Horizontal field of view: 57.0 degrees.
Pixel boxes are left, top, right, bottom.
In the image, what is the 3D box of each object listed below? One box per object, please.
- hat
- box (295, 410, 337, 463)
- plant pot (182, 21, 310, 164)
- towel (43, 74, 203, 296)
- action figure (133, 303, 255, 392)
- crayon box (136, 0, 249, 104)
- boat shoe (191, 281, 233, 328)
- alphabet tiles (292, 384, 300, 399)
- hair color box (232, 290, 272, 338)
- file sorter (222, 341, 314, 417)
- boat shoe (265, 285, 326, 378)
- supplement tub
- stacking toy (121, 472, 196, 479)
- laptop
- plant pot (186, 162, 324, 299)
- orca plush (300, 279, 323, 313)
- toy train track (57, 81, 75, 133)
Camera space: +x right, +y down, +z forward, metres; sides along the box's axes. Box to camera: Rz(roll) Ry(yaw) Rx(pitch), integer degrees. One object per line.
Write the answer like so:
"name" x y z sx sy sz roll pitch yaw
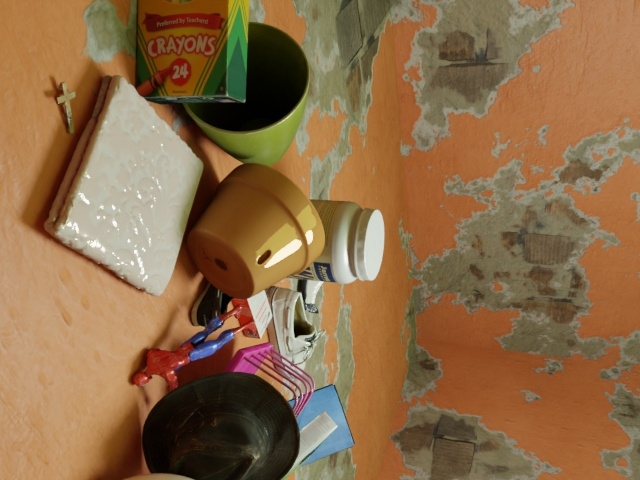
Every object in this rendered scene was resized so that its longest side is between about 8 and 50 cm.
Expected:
"hat" -0.205 0.430 1.187 0.134 0.332 0.331 -111 -158 -81
"box" -0.098 0.560 1.469 0.232 0.058 0.322 -30 161 -32
"plant pot" -0.157 -0.290 1.350 0.293 0.275 0.274 87 14 -70
"towel" -0.350 -0.090 1.113 0.332 0.054 0.316 54 44 -61
"action figure" -0.277 0.260 1.285 0.280 0.091 0.139 -25 141 -37
"crayon box" -0.242 -0.426 1.118 0.081 0.202 0.318 -8 101 -69
"boat shoe" -0.232 0.117 1.443 0.084 0.079 0.233 72 28 -43
"alphabet tiles" -0.078 0.651 2.074 0.237 0.009 0.198 70 31 -48
"hair color box" -0.187 0.178 1.611 0.093 0.054 0.167 -64 150 -47
"file sorter" -0.142 0.385 1.418 0.202 0.182 0.291 -57 170 -1
"boat shoe" -0.062 0.295 1.823 0.135 0.157 0.366 -58 146 -51
"supplement tub" 0.000 0.000 1.683 0.235 0.325 0.235 5 90 -69
"stacking toy" -0.324 0.708 1.123 0.350 0.351 0.479 -60 167 -49
"laptop" -0.091 0.672 1.715 0.381 0.237 0.407 74 29 -43
"plant pot" -0.164 -0.002 1.352 0.203 0.291 0.290 -47 140 -35
"orca plush" -0.005 0.107 2.025 0.102 0.151 0.287 149 -53 -76
"toy train track" -0.417 -0.216 0.962 0.048 0.014 0.083 -62 156 -61
